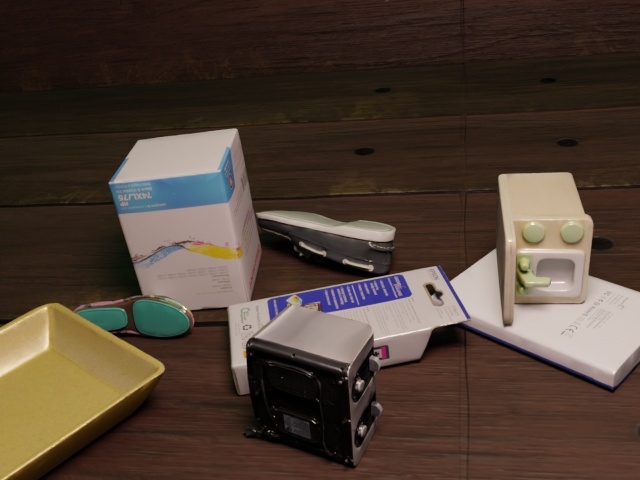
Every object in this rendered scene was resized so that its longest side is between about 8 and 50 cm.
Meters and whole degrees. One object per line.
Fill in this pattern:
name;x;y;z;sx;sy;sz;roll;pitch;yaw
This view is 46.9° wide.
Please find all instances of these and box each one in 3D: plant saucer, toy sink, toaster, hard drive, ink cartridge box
plant saucer;-0.446;0.245;1.089;0.333;0.081;0.332;18;38;39
toy sink;0.351;0.009;1.169;0.131;0.153;0.234;0;28;11
toaster;-0.012;0.193;0.995;0.185;0.168;0.110;11;31;28
hard drive;0.367;0.110;1.182;0.210;0.040;0.318;-30;36;-35
ink cartridge box;0.038;0.136;1.184;0.371;0.069;0.176;-13;28;-3
ink cartridge box;-0.233;-0.035;1.350;0.197;0.270;0.198;-6;28;6

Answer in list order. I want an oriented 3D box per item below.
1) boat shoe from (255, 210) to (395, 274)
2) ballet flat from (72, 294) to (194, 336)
boat shoe;0.000;0.000;1.417;0.302;0.091;0.114;12;14;35
ballet flat;-0.321;0.129;1.291;0.221;0.077;0.079;-4;11;8
